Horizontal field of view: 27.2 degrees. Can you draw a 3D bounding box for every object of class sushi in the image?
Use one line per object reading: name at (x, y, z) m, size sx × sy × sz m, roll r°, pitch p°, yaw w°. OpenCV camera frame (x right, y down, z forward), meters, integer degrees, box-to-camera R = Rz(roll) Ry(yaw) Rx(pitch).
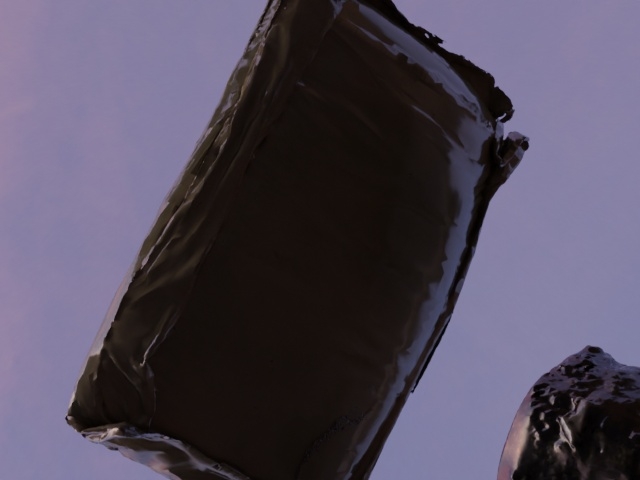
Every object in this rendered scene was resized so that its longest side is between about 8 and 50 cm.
sushi at (0.200, 0.192, 0.891) m, size 0.136 × 0.126 × 0.225 m, roll -26°, pitch -54°, yaw -40°

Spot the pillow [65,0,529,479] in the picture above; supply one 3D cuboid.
pillow at (0.000, 0.000, 0.471) m, size 0.119 × 0.053 × 0.208 m, roll 34°, pitch -115°, yaw -18°
